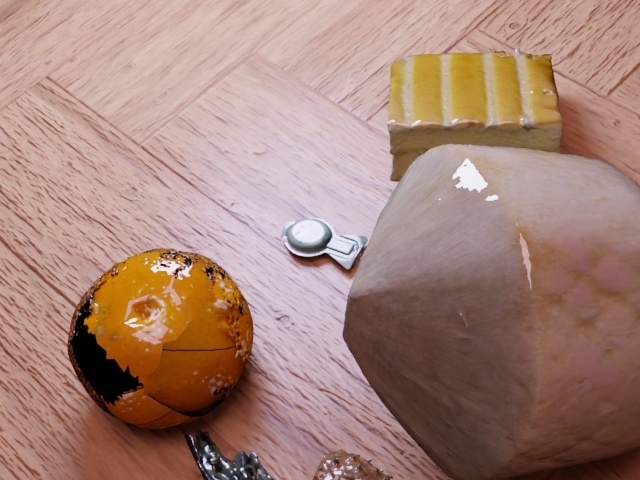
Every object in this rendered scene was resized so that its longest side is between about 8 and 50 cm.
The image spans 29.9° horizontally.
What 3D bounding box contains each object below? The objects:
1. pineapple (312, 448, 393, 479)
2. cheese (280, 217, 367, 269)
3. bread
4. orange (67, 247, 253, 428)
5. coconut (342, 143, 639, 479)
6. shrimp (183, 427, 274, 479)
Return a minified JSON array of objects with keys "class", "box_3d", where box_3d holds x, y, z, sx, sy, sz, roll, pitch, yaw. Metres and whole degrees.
[{"class":"pineapple","box_3d":[0.093,0.323,1.322,0.237,0.119,0.111,23,74,25]},{"class":"cheese","box_3d":[0.000,0.000,1.647,0.120,0.026,0.067,19,59,24]},{"class":"bread","box_3d":[0.214,-0.177,1.659,0.239,0.111,0.246,-1,33,5]},{"class":"orange","box_3d":[-0.200,0.122,1.506,0.234,0.182,0.234,0,61,-1]},{"class":"coconut","box_3d":[0.210,0.072,1.348,0.415,0.345,0.415,9,34,-6]},{"class":"shrimp","box_3d":[-0.118,0.410,1.330,0.272,0.085,0.445,-20,56,3]}]
